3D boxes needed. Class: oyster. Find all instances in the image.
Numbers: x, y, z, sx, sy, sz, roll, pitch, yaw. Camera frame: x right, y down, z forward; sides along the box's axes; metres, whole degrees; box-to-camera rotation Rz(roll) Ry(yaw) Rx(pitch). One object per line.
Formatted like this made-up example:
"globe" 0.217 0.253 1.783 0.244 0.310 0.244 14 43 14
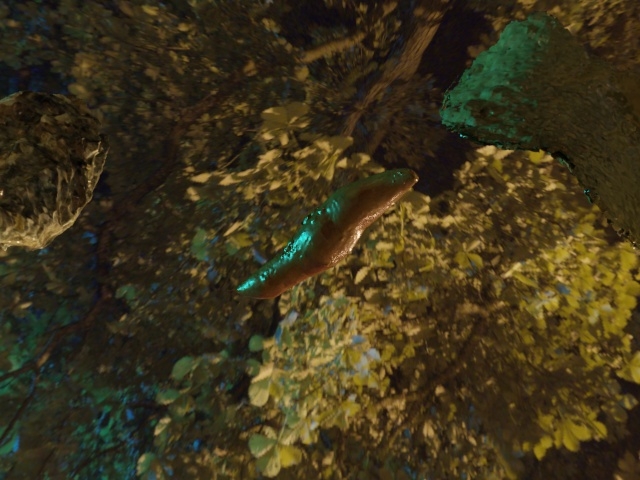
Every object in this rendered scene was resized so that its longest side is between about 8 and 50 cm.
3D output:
"oyster" -0.298 -0.071 0.735 0.199 0.252 0.087 16 -47 18

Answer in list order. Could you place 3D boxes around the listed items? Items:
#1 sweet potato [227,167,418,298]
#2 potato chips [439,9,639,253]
"sweet potato" 0.000 0.000 0.853 0.274 0.067 0.067 -37 -84 24
"potato chips" 0.180 -0.085 0.554 0.167 0.228 0.059 -27 -37 -27
